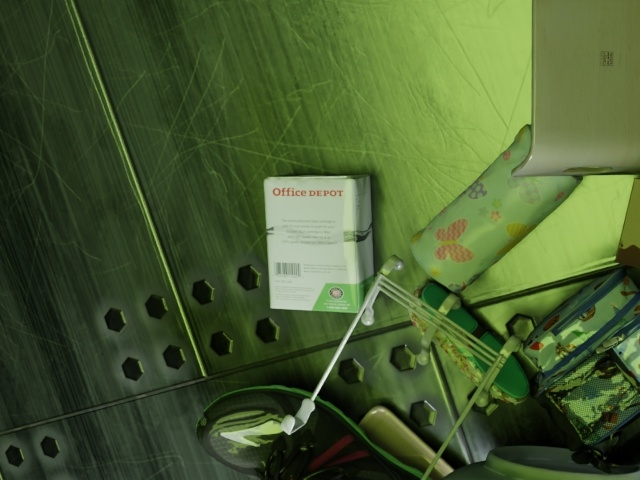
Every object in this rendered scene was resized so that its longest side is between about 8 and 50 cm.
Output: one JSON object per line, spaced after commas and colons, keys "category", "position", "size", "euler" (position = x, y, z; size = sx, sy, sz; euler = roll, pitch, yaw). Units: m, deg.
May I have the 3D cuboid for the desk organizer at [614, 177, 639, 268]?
{"category": "desk organizer", "position": [0.465, -0.026, 1.305], "size": [0.050, 0.047, 0.130], "euler": [15, 105, 22]}

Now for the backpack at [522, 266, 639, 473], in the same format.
{"category": "backpack", "position": [0.420, 0.154, 1.258], "size": [0.263, 0.276, 0.213], "euler": [-33, 87, 12]}

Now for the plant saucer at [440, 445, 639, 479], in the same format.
{"category": "plant saucer", "position": [0.335, 0.351, 1.252], "size": [0.400, 0.400, 0.100], "euler": [3, 86, 22]}

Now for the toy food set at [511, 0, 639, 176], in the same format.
{"category": "toy food set", "position": [0.359, -0.241, 1.230], "size": [0.220, 0.092, 0.306], "euler": [-2, 93, -19]}

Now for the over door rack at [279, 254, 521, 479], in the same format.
{"category": "over door rack", "position": [0.122, 0.218, 1.374], "size": [0.239, 0.108, 0.324], "euler": [35, 99, 20]}

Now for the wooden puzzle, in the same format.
{"category": "wooden puzzle", "position": [0.128, 0.426, 1.529], "size": [0.239, 0.044, 0.221], "euler": [39, 112, 13]}

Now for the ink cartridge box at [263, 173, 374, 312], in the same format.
{"category": "ink cartridge box", "position": [0.000, 0.000, 1.479], "size": [0.160, 0.092, 0.219], "euler": [2, 99, 22]}

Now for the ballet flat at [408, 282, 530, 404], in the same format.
{"category": "ballet flat", "position": [0.230, 0.166, 1.432], "size": [0.241, 0.091, 0.077], "euler": [49, 144, 12]}

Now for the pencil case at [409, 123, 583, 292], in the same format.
{"category": "pencil case", "position": [0.257, -0.047, 1.352], "size": [0.273, 0.113, 0.124], "euler": [-48, 62, 22]}

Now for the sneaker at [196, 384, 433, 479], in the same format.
{"category": "sneaker", "position": [0.003, 0.385, 1.441], "size": [0.483, 0.202, 0.185], "euler": [24, 107, 18]}
